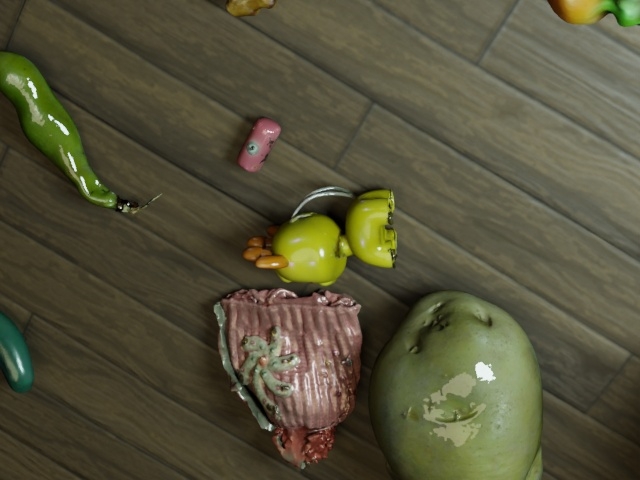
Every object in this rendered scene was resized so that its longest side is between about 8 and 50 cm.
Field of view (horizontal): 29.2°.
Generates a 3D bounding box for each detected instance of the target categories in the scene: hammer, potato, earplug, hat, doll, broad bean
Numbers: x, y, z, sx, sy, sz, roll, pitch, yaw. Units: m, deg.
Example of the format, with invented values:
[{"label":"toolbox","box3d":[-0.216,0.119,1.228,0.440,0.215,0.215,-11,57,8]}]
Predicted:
[{"label":"hammer","box3d":[-0.088,-0.135,1.736,0.043,0.043,0.083,32,119,0]},{"label":"potato","box3d":[0.189,0.239,1.719,0.243,0.221,0.326,-1,116,6]},{"label":"earplug","box3d":[-0.624,0.203,1.991,0.257,0.164,0.280,14,136,-31]},{"label":"hat","box3d":[-0.040,0.210,1.834,0.237,0.107,0.286,1,108,26]},{"label":"doll","box3d":[0.000,0.000,1.722,0.221,0.143,0.135,-6,113,10]},{"label":"broad bean","box3d":[-0.375,-0.155,1.802,0.098,0.056,0.318,-41,103,20]}]

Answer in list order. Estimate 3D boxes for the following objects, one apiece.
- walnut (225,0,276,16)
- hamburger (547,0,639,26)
[{"label":"walnut","box3d":[-0.087,-0.382,1.614,0.143,0.069,0.170,45,118,-8]},{"label":"hamburger","box3d":[0.352,-0.421,1.304,0.278,0.396,0.395,4,113,14]}]
